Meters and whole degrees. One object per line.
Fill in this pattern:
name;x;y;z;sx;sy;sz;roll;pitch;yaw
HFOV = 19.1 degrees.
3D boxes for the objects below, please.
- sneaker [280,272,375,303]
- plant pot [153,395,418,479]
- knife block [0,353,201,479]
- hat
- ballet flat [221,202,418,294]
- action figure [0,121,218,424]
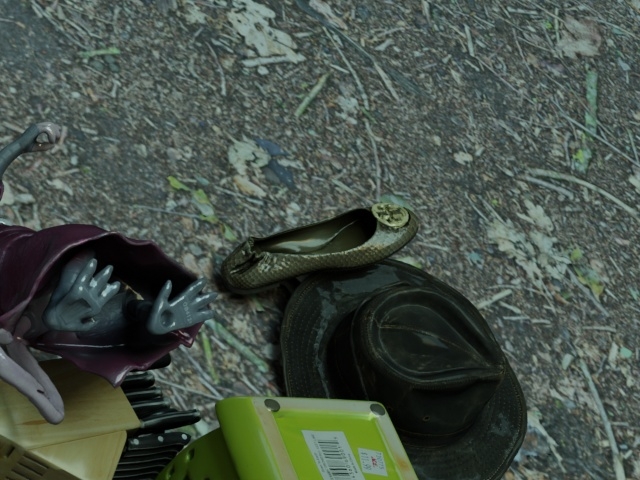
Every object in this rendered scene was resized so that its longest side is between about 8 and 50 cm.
sneaker;0.003;0.070;2.303;0.161;0.057;0.075;39;53;-4
plant pot;-0.021;0.282;1.889;0.227;0.207;0.228;6;41;-30
knife block;-0.262;0.166;1.932;0.276;0.088;0.242;30;37;-13
hat;0.122;0.137;2.213;0.331;0.134;0.331;14;57;-22
ballet flat;0.000;0.000;2.255;0.250;0.058;0.084;-16;36;-14
action figure;-0.289;0.051;1.904;0.276;0.370;0.248;-53;133;-24
